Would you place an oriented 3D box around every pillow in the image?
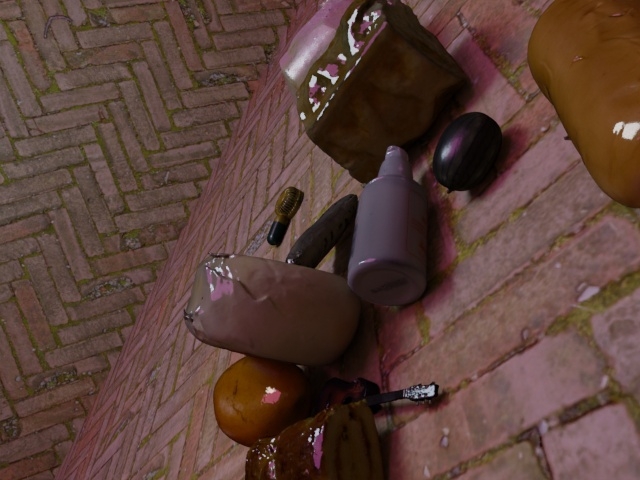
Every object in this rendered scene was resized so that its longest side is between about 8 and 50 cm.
[{"bbox_3d":[-0.001,0.001,0.966,0.241,0.051,0.093,-49,-18,-47],"label":"pillow"}]

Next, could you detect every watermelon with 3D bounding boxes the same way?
[{"bbox_3d":[0.185,-0.112,0.714,0.111,0.078,0.078,-62,21,1],"label":"watermelon"}]

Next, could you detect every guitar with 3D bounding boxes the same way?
[{"bbox_3d":[0.062,0.198,0.677,0.233,0.025,0.088,-33,35,50],"label":"guitar"}]

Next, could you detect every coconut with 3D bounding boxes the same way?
[{"bbox_3d":[0.042,-0.344,1.119,0.245,0.233,0.233,-45,26,26],"label":"coconut"}]

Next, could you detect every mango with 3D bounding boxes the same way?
[{"bbox_3d":[-0.086,0.239,0.846,0.219,0.112,0.145,-20,44,55],"label":"mango"}]

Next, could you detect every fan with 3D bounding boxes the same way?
[{"bbox_3d":[-0.091,-0.059,1.337,0.082,0.039,0.155,-18,48,61],"label":"fan"}]

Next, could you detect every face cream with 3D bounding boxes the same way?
[{"bbox_3d":[0.101,-0.036,0.780,0.101,0.101,0.252,-40,28,43],"label":"face cream"}]

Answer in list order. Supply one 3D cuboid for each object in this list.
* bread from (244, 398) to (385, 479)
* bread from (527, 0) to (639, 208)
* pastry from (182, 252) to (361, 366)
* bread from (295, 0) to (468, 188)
[{"bbox_3d":[-0.012,0.268,0.646,0.172,0.103,0.132,-36,52,43],"label":"bread"},{"bbox_3d":[0.284,-0.162,0.537,0.142,0.091,0.305,-42,28,29],"label":"bread"},{"bbox_3d":[-0.070,0.101,0.801,0.265,0.265,0.133,-4,72,66],"label":"pastry"},{"bbox_3d":[0.088,-0.249,0.927,0.252,0.238,0.196,-41,15,30],"label":"bread"}]
